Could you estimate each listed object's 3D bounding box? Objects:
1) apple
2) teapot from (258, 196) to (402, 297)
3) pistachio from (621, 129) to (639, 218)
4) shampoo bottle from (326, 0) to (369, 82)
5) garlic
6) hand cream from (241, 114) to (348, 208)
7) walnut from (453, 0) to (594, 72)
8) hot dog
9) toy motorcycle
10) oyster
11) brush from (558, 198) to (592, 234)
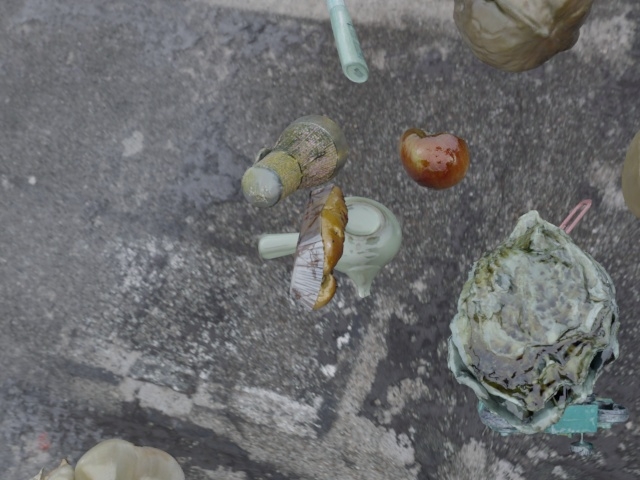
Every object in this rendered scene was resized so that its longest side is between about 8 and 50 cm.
[{"bbox_3d":[0.302,-0.224,2.044,0.195,0.173,0.160,12,65,33],"label":"apple"},{"bbox_3d":[0.032,-0.014,1.810,0.318,0.149,0.220,22,49,17],"label":"teapot"},{"bbox_3d":[0.769,-0.155,1.761,0.136,0.136,0.226,2,79,11],"label":"pistachio"},{"bbox_3d":[0.047,-0.386,1.434,0.041,0.069,0.190,-29,58,27],"label":"shampoo bottle"},{"bbox_3d":[-0.325,0.393,1.088,0.281,0.184,0.203,-31,31,-4],"label":"garlic"},{"bbox_3d":[-0.033,-0.080,0.845,0.084,0.203,0.084,6,112,16],"label":"hand cream"},{"bbox_3d":[0.360,-0.424,1.349,0.248,0.248,0.248,-3,69,9],"label":"walnut"},{"bbox_3d":[0.000,0.000,1.140,0.069,0.131,0.252,12,33,-3],"label":"hot dog"},{"bbox_3d":[0.395,0.308,1.363,0.297,0.198,0.109,3,89,-17],"label":"toy motorcycle"},{"bbox_3d":[0.258,0.091,0.910,0.198,0.112,0.267,32,60,20],"label":"oyster"},{"bbox_3d":[0.560,-0.007,1.786,0.047,0.103,0.233,44,83,-7],"label":"brush"}]
